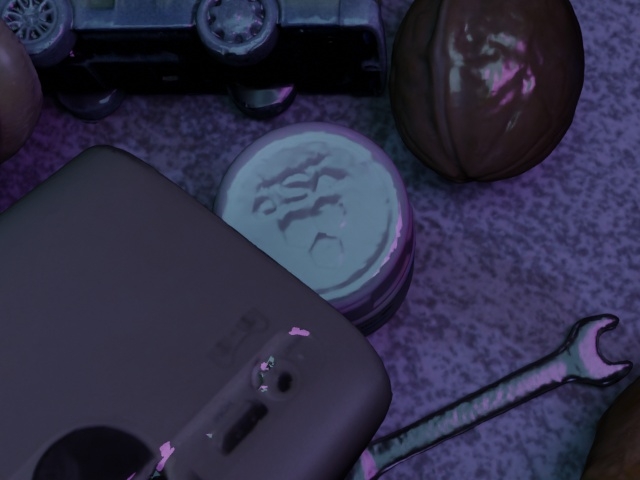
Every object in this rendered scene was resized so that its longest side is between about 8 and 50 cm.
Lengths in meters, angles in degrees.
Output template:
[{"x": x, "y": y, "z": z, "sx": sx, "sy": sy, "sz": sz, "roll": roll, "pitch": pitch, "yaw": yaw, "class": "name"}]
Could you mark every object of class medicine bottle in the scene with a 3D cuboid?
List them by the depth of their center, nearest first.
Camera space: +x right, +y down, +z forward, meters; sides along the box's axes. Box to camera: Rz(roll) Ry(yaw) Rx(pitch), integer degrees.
[{"x": 0.000, "y": 0.000, "z": 0.674, "sx": 0.135, "sy": 0.168, "sz": 0.135, "roll": -1, "pitch": 77, "yaw": 4, "class": "medicine bottle"}]

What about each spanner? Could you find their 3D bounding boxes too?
[{"x": 0.110, "y": 0.125, "z": 0.716, "sx": 0.255, "sy": 0.015, "sz": 0.054, "roll": -26, "pitch": 77, "yaw": -1, "class": "spanner"}]

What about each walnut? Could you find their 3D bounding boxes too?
[{"x": 0.119, "y": -0.121, "z": 0.709, "sx": 0.140, "sy": 0.140, "sz": 0.162, "roll": -1, "pitch": 88, "yaw": 5, "class": "walnut"}]

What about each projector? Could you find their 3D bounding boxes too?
[{"x": -0.141, "y": 0.132, "z": 0.574, "sx": 0.249, "sy": 0.248, "sz": 0.249, "roll": 38, "pitch": 55, "yaw": 11, "class": "projector"}]

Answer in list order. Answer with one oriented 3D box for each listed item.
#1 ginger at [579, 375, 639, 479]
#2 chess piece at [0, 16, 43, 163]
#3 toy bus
[{"x": 0.293, "y": 0.124, "z": 0.632, "sx": 0.267, "sy": 0.138, "sz": 0.152, "roll": -22, "pitch": 34, "yaw": -3, "class": "ginger"}, {"x": -0.321, "y": -0.009, "z": 0.580, "sx": 0.182, "sy": 0.182, "sz": 0.330, "roll": 16, "pitch": 52, "yaw": 8, "class": "chess piece"}, {"x": -0.105, "y": -0.201, "z": 0.736, "sx": 0.313, "sy": 0.152, "sz": 0.190, "roll": 0, "pitch": 78, "yaw": 6, "class": "toy bus"}]
